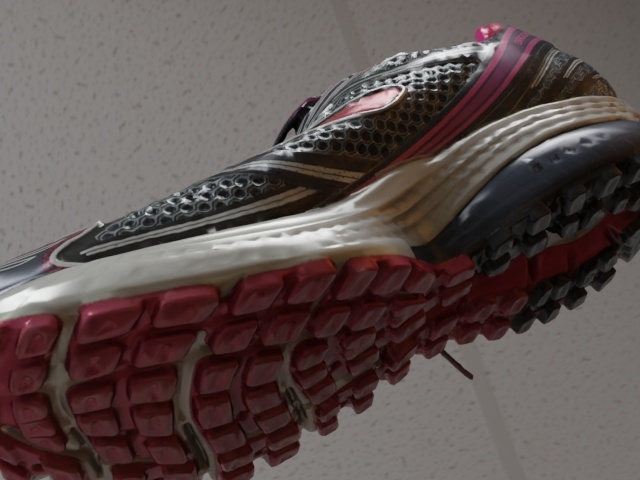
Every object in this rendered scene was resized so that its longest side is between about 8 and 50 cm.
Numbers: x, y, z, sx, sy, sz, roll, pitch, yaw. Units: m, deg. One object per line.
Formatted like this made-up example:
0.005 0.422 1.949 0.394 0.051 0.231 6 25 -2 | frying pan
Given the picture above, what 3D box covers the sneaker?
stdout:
0.000 0.000 0.402 0.299 0.121 0.112 -20 -125 -32 | sneaker
